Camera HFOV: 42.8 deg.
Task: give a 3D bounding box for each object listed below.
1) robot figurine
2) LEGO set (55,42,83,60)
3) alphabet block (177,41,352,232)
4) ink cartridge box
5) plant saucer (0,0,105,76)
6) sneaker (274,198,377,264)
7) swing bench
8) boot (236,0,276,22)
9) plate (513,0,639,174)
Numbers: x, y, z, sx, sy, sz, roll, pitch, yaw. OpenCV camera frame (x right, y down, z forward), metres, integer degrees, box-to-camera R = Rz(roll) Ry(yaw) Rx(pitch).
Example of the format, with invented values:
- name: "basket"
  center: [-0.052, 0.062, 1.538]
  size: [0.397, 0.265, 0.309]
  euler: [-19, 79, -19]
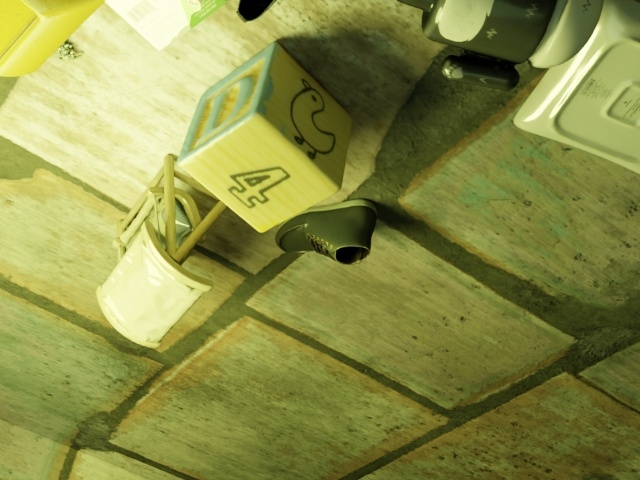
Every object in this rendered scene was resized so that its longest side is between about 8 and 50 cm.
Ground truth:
- name: "robot figurine"
  center: [0.242, -0.337, 1.112]
  size: [0.278, 0.174, 0.209]
  euler: [14, 145, -4]
- name: "LEGO set"
  center: [-0.441, -0.320, 1.363]
  size: [0.083, 0.023, 0.054]
  euler: [8, 138, 2]
- name: "alphabet block"
  center: [-0.087, -0.165, 1.346]
  size: [0.193, 0.192, 0.197]
  euler: [-26, 128, 35]
- name: "ink cartridge box"
  center: [-0.253, -0.406, 1.181]
  size: [0.160, 0.093, 0.219]
  euler: [-25, 127, 34]
- name: "plant saucer"
  center: [-0.526, -0.383, 1.198]
  size: [0.333, 0.081, 0.332]
  euler: [38, 147, -26]
- name: "sneaker"
  center: [0.000, 0.000, 1.563]
  size: [0.222, 0.118, 0.083]
  euler: [-18, 131, 27]
- name: "swing bench"
  center: [-0.302, 0.027, 1.547]
  size: [0.165, 0.255, 0.253]
  euler: [28, 135, -19]
- name: "boot"
  center: [-0.040, -0.392, 1.148]
  size: [0.082, 0.106, 0.219]
  euler: [34, 133, -25]
- name: "plate"
  center: [0.490, -0.223, 1.283]
  size: [0.277, 0.045, 0.277]
  euler: [19, 138, -9]
